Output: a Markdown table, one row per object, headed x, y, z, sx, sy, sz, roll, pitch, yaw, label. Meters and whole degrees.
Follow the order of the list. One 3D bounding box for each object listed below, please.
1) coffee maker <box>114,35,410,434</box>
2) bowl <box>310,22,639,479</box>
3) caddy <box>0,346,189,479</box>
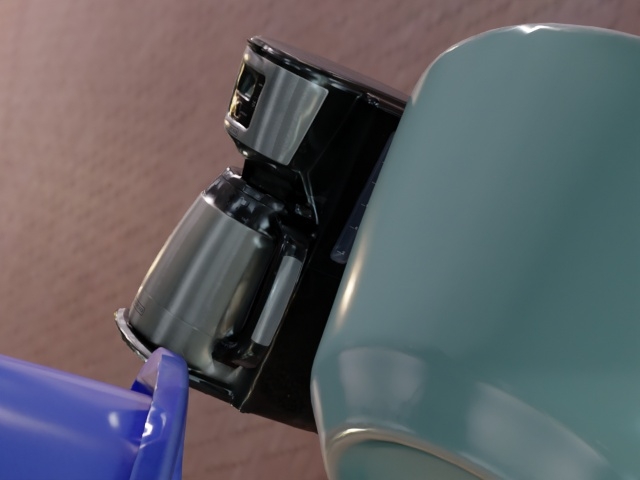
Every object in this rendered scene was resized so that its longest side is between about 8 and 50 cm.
| x | y | z | sx | sy | sz | roll | pitch | yaw | label |
| --- | --- | --- | --- | --- | --- | --- | --- | --- | --- |
| 0.000 | 0.000 | 0.942 | 0.120 | 0.171 | 0.178 | 35 | 101 | 42 | coffee maker |
| 0.119 | 0.080 | 0.738 | 0.163 | 0.311 | 0.311 | -50 | 13 | -25 | bowl |
| -0.138 | 0.181 | 0.547 | 0.241 | 0.179 | 0.341 | 135 | 156 | -74 | caddy |
